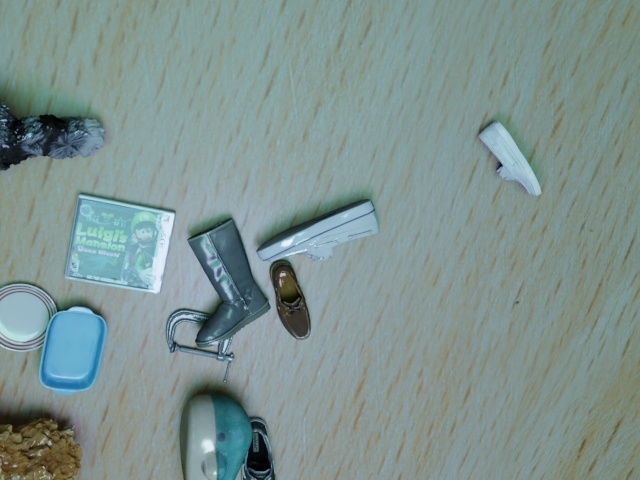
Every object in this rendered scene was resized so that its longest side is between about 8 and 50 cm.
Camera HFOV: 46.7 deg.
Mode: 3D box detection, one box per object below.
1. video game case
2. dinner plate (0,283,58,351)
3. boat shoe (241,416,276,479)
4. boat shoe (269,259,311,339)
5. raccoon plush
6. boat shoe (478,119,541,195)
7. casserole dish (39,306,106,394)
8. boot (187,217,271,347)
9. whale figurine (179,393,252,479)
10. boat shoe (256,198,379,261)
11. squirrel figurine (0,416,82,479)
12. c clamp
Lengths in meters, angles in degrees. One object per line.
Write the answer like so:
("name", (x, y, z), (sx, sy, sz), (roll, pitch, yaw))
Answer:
("video game case", (-0.398, 0.009, 1.473), (0.190, 0.022, 0.173), (11, 100, -12))
("dinner plate", (-0.594, 0.152, 1.473), (0.141, 0.017, 0.141), (-2, 102, -9))
("boat shoe", (-0.136, 0.495, 1.597), (0.077, 0.070, 0.220), (-9, 103, -8))
("boat shoe", (-0.062, 0.130, 1.536), (0.064, 0.060, 0.178), (-18, 105, -6))
("raccoon plush", (-0.656, -0.247, 1.328), (0.216, 0.446, 0.299), (-43, 66, 33))
("boat shoe", (0.396, -0.162, 1.554), (0.063, 0.066, 0.184), (-33, 108, 13))
("casserole dish", (-0.497, 0.217, 1.485), (0.114, 0.037, 0.189), (10, 102, -24))
("boot", (-0.210, 0.085, 1.485), (0.189, 0.076, 0.209), (-35, 114, -25))
("whale figurine", (-0.209, 0.450, 1.506), (0.141, 0.216, 0.272), (0, 83, -19))
("boat shoe", (0.000, 0.000, 1.502), (0.258, 0.095, 0.084), (-22, 101, -3))
("squirrel figurine", (-0.602, 0.537, 1.406), (0.370, 0.281, 0.397), (23, 88, -2))
("c clamp", (-0.249, 0.216, 1.543), (0.160, 0.022, 0.137), (19, 98, -14))
